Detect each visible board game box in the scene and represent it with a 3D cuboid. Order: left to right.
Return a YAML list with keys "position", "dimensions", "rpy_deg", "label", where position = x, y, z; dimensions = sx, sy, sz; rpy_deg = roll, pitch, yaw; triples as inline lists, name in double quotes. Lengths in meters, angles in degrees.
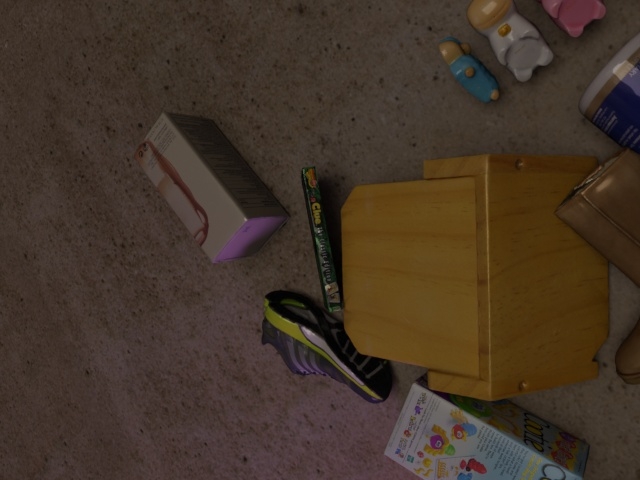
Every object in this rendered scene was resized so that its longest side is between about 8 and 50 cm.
- position: [0.000, 0.000, 1.121]
  dimensions: [0.030, 0.136, 0.260]
  rpy_deg: [-10, 88, -5]
  label: "board game box"
- position: [0.270, 0.342, 0.984]
  dimensions: [0.275, 0.142, 0.144]
  rpy_deg: [27, 104, 25]
  label: "board game box"

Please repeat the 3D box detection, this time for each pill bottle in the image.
- position: [0.508, -0.158, 0.825]
  dimensions: [0.265, 0.153, 0.153]
  rpy_deg: [46, 112, 18]
  label: "pill bottle"

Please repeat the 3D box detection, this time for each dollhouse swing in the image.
- position: [0.243, 0.047, 1.001]
  dimensions: [0.305, 0.315, 0.347]
  rpy_deg: [1, 93, 64]
  label: "dollhouse swing"

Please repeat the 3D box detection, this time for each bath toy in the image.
- position: [0.351, -0.374, 0.920]
  dimensions: [0.348, 0.129, 0.151]
  rpy_deg: [-34, 121, 27]
  label: "bath toy"

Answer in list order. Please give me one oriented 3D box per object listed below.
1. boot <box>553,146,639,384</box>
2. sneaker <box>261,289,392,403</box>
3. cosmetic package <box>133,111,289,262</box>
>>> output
- position: [0.443, 0.041, 0.869]
  dimensions: [0.269, 0.089, 0.236]
  rpy_deg: [44, 104, 1]
  label: "boot"
- position: [0.006, 0.217, 1.156]
  dimensions: [0.300, 0.111, 0.121]
  rpy_deg: [34, 124, 24]
  label: "sneaker"
- position: [-0.223, -0.110, 1.222]
  dimensions: [0.129, 0.153, 0.296]
  rpy_deg: [-48, 70, 24]
  label: "cosmetic package"
